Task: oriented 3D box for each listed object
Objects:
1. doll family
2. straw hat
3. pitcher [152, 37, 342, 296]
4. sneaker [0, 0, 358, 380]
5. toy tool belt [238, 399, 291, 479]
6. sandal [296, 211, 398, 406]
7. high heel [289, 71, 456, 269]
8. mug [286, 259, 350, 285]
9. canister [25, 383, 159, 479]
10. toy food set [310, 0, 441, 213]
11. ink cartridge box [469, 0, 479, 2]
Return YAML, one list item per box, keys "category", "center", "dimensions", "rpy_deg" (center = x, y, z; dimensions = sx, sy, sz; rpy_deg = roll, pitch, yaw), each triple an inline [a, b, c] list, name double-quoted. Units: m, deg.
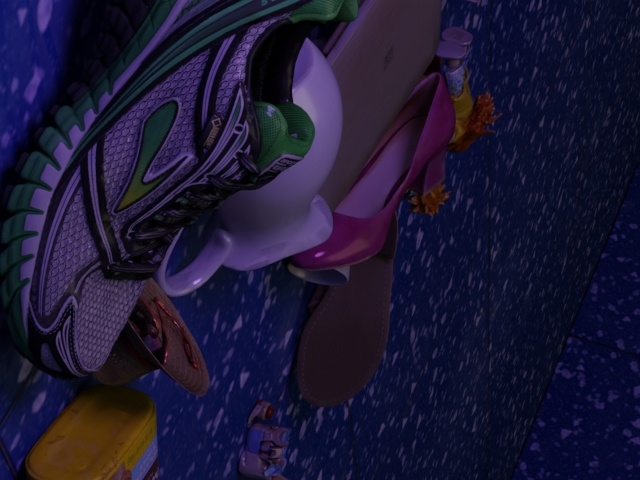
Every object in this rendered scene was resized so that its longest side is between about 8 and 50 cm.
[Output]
- category: "doll family"
  center: [0.114, -0.117, 1.735]
  dimensions: [0.263, 0.118, 0.163]
  rpy_deg: [-57, 154, -37]
- category: "straw hat"
  center: [-0.144, 0.074, 1.205]
  dimensions: [0.061, 0.144, 0.144]
  rpy_deg: [-33, 164, 8]
- category: "pitcher"
  center: [-0.065, -0.055, 1.273]
  dimensions: [0.178, 0.125, 0.207]
  rpy_deg: [-37, 150, -26]
- category: "sneaker"
  center: [-0.096, -0.055, 1.058]
  dimensions: [0.343, 0.146, 0.134]
  rpy_deg: [-62, 167, 12]
- category: "toy tool belt"
  center: [-0.047, 0.205, 1.651]
  dimensions: [0.052, 0.051, 0.083]
  rpy_deg: [-24, 128, -68]
- category: "sandal"
  center: [0.034, 0.053, 1.716]
  dimensions: [0.079, 0.088, 0.240]
  rpy_deg: [-85, -173, -71]
- category: "high heel"
  center: [0.050, -0.065, 1.558]
  dimensions: [0.244, 0.082, 0.117]
  rpy_deg: [-33, 135, -38]
- category: "mug"
  center: [0.004, 0.001, 1.612]
  dimensions: [0.078, 0.062, 0.064]
  rpy_deg: [78, 25, -69]
- category: "canister"
  center: [-0.169, 0.208, 1.245]
  dimensions: [0.126, 0.073, 0.170]
  rpy_deg: [-53, 152, -49]
- category: "toy food set"
  center: [0.021, -0.179, 1.482]
  dimensions: [0.306, 0.092, 0.220]
  rpy_deg: [-57, 162, -27]
- category: "ink cartridge box"
  center: [0.170, -0.381, 1.698]
  dimensions: [0.237, 0.100, 0.172]
  rpy_deg: [-52, 153, -47]
